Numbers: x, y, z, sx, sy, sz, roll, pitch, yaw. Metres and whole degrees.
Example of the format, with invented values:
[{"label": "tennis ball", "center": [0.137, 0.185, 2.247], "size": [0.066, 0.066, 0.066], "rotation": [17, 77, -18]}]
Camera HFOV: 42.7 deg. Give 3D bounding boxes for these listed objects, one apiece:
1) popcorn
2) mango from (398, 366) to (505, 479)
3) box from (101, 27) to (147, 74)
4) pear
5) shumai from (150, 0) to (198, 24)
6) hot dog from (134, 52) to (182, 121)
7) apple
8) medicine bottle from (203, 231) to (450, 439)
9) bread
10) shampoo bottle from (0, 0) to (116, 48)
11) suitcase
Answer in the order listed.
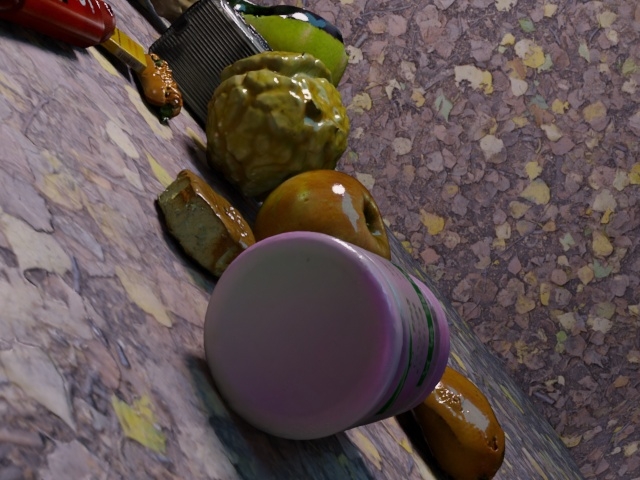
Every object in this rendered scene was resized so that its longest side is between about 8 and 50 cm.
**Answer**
[{"label": "popcorn", "center": [-0.083, -0.207, 1.465], "size": [0.282, 0.247, 0.282], "rotation": [-14, 90, -71]}, {"label": "mango", "center": [0.215, 0.303, 1.404], "size": [0.249, 0.151, 0.156], "rotation": [49, -24, 23]}, {"label": "box", "center": [-0.359, -0.346, 1.367], "size": [0.155, 0.023, 0.087], "rotation": [36, 21, -33]}, {"label": "pear", "center": [-0.139, -0.385, 1.887], "size": [0.399, 0.398, 0.165], "rotation": [36, 58, -58]}, {"label": "shumai", "center": [-0.345, -0.644, 1.938], "size": [0.283, 0.217, 0.346], "rotation": [43, 9, -8]}, {"label": "hot dog", "center": [-0.281, -0.273, 1.423], "size": [0.072, 0.055, 0.188], "rotation": [44, 11, -45]}, {"label": "apple", "center": [0.000, 0.000, 1.372], "size": [0.237, 0.207, 0.237], "rotation": [49, 28, -37]}, {"label": "medicine bottle", "center": [0.025, 0.112, 0.951], "size": [0.212, 0.212, 0.325], "rotation": [55, 11, 18]}, {"label": "bread", "center": [-0.147, -0.019, 1.061], "size": [0.128, 0.069, 0.140], "rotation": [42, 12, -41]}, {"label": "shampoo bottle", "center": [-0.374, -0.330, 1.127], "size": [0.118, 0.076, 0.314], "rotation": [49, 9, 3]}, {"label": "suitcase", "center": [-0.181, -0.325, 1.642], "size": [0.312, 0.202, 0.128], "rotation": [50, 9, -11]}]
